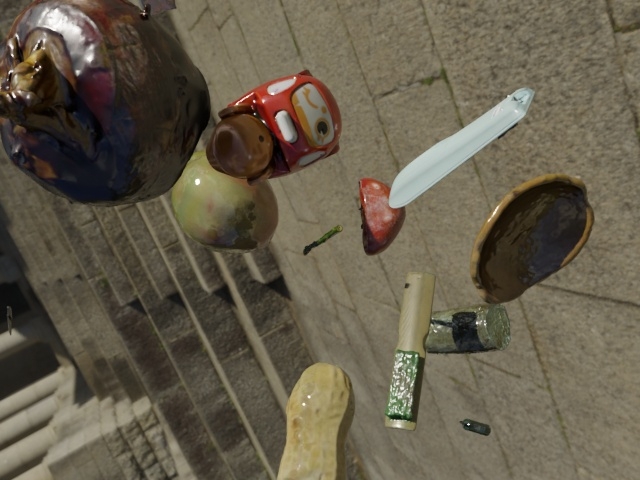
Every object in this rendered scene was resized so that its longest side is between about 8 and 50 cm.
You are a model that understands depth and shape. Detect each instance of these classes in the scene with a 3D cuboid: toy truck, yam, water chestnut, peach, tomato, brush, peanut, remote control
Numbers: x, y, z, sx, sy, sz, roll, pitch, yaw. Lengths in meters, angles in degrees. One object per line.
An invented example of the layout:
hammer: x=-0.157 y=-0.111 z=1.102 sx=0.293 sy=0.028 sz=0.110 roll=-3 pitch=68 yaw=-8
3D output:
toy truck: x=-0.089 y=-0.212 z=1.108 sx=0.239 sy=0.264 sz=0.189 roll=-82 pitch=-31 yaw=-74
yam: x=0.283 y=0.182 z=1.153 sx=0.183 sy=0.107 sz=0.107 roll=-12 pitch=109 yaw=28
water chestnut: x=-0.359 y=-0.206 z=0.852 sx=0.334 sy=0.347 sz=0.336 roll=8 pitch=109 yaw=24
peach: x=-0.229 y=-0.095 z=1.401 sx=0.292 sy=0.248 sz=0.292 roll=31 pitch=177 yaw=2
tomato: x=0.127 y=-0.050 z=1.156 sx=0.139 sy=0.091 sz=0.159 roll=46 pitch=-139 yaw=-89
brush: x=0.151 y=0.172 z=0.951 sx=0.054 sy=0.283 sz=0.048 roll=3 pitch=147 yaw=19
peanut: x=-0.008 y=0.364 z=1.004 sx=0.130 sy=0.129 sz=0.291 roll=107 pitch=173 yaw=-65
remote control: x=0.225 y=-0.152 z=0.956 sx=0.051 sy=0.103 sz=0.293 roll=47 pitch=133 yaw=-9

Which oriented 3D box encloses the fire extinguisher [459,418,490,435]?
fire extinguisher: x=0.328 y=0.400 z=1.224 sx=0.083 sy=0.025 sz=0.038 roll=24 pitch=167 yaw=-29

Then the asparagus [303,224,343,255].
asparagus: x=0.000 y=0.000 z=0.977 sx=0.016 sy=0.016 sz=0.163 roll=39 pitch=153 yaw=-10

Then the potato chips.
potato chips: x=0.291 y=-0.006 z=0.817 sx=0.062 sy=0.195 sz=0.208 roll=52 pitch=130 yaw=53

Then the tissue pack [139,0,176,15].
tissue pack: x=-0.353 y=-0.568 z=1.076 sx=0.173 sy=0.073 sz=0.236 roll=77 pitch=170 yaw=-60

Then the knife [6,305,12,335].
knife: x=-0.912 y=0.235 z=1.666 sx=0.170 sy=0.010 sz=0.023 roll=39 pitch=152 yaw=53
